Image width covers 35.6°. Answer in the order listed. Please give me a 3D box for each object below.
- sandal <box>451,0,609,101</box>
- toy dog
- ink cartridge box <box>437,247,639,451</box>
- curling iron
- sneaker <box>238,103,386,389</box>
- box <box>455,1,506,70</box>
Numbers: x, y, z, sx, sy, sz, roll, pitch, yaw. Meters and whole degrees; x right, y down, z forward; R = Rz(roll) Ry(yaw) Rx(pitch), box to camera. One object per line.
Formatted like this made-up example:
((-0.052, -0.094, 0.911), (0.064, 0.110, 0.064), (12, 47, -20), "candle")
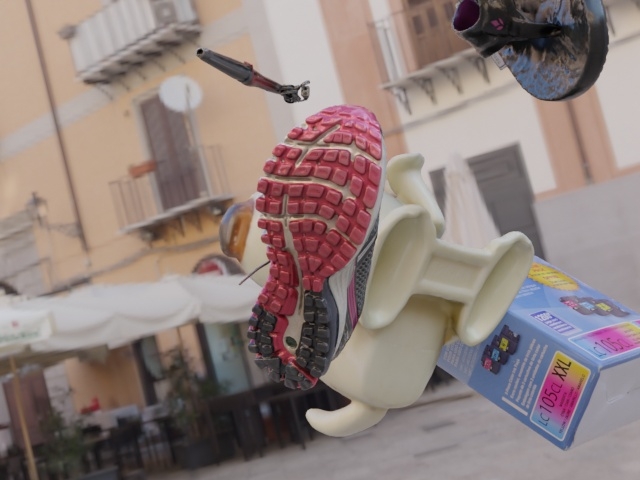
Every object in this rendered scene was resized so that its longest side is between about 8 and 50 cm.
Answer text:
((0.195, -0.296, 1.182), (0.107, 0.167, 0.445), (-8, 37, -15), "sandal")
((0.039, 0.034, 1.421), (0.285, 0.395, 0.408), (2, 24, -36), "toy dog")
((0.304, 0.132, 1.529), (0.270, 0.151, 0.395), (-6, 28, -46), "ink cartridge box")
((-0.102, -0.261, 1.551), (0.068, 0.035, 0.274), (-5, -11, 33), "curling iron")
((0.000, 0.000, 0.991), (0.121, 0.299, 0.112), (25, 32, 17), "sneaker")
((0.372, -0.438, 1.862), (0.087, 0.169, 0.290), (-36, 2, -9), "box")
